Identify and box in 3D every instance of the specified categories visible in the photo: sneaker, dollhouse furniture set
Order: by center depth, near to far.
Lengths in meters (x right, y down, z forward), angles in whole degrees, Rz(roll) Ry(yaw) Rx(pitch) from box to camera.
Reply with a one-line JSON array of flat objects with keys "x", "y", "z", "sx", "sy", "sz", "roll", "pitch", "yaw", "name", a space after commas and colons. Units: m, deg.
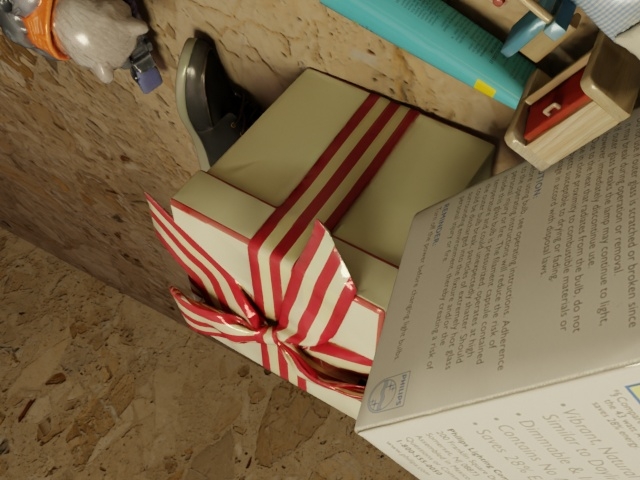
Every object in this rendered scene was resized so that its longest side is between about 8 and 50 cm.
[{"x": 0.146, "y": -0.122, "z": 0.478, "sx": 0.129, "sy": 0.129, "sz": 0.184, "roll": 35, "pitch": 147, "yaw": -10, "name": "dollhouse furniture set"}, {"x": -0.089, "y": -0.143, "z": 0.932, "sx": 0.118, "sy": 0.083, "sz": 0.222, "roll": 6, "pitch": 147, "yaw": 12, "name": "sneaker"}]

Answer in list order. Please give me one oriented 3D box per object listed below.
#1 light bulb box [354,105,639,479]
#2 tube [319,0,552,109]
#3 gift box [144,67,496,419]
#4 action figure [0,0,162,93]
[{"x": 0.288, "y": 0.096, "z": 0.552, "sx": 0.358, "sy": 0.225, "sz": 0.361, "roll": 41, "pitch": 136, "yaw": -24, "name": "light bulb box"}, {"x": 0.099, "y": -0.156, "z": 0.623, "sx": 0.207, "sy": 0.080, "sz": 0.052, "roll": 32, "pitch": 133, "yaw": 4, "name": "tube"}, {"x": 0.000, "y": 0.000, "z": 0.794, "sx": 0.255, "sy": 0.258, "sz": 0.276, "roll": 23, "pitch": 147, "yaw": 24, "name": "gift box"}, {"x": -0.300, "y": -0.246, "z": 0.830, "sx": 0.330, "sy": 0.178, "sz": 0.341, "roll": 32, "pitch": 161, "yaw": 26, "name": "action figure"}]
